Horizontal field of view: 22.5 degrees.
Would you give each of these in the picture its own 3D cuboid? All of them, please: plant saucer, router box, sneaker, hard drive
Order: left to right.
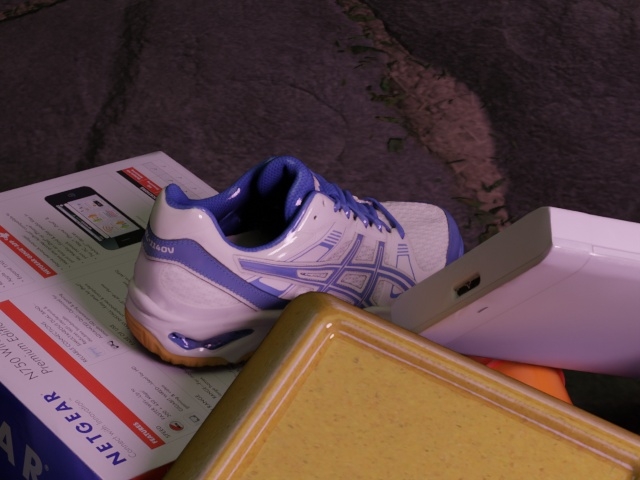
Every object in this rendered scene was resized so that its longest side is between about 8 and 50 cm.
[{"bbox_3d":[-0.142,0.070,1.214,0.301,0.082,0.335,-18,42,-40],"label":"router box"},{"bbox_3d":[0.000,0.000,1.170,0.296,0.131,0.112,-15,38,-39],"label":"sneaker"},{"bbox_3d":[0.047,0.186,0.952,0.333,0.081,0.332,24,55,19],"label":"plant saucer"},{"bbox_3d":[0.232,0.048,1.108,0.308,0.203,0.040,10,66,-24],"label":"hard drive"}]

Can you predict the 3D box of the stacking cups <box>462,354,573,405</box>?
[{"bbox_3d":[0.155,0.168,1.135,0.096,0.096,0.316,-9,33,-6],"label":"stacking cups"}]
